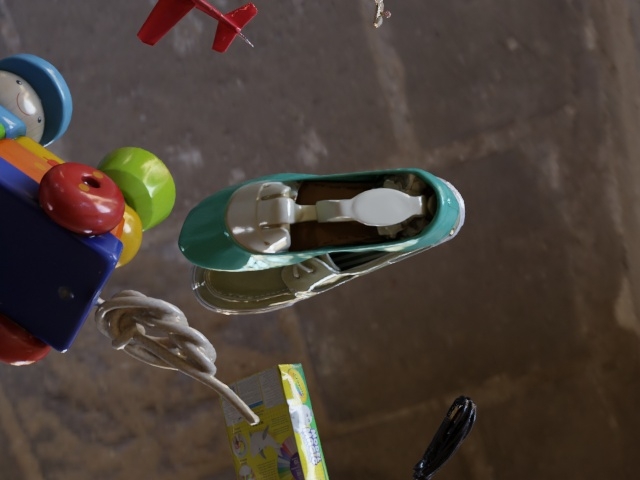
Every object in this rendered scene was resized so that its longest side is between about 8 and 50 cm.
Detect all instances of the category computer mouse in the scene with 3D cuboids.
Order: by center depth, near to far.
[{"bbox_3d":[0.055,0.230,1.337,0.041,0.071,0.242,30,85,-6],"label":"computer mouse"}]

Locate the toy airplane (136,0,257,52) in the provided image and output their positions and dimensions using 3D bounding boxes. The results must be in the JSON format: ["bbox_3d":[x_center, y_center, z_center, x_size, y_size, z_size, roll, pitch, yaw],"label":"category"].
[{"bbox_3d":[-0.137,-0.266,1.847,0.151,0.151,0.028,-14,170,-2],"label":"toy airplane"}]

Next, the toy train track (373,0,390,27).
[{"bbox_3d":[0.067,-0.253,1.634,0.014,0.083,0.048,8,168,12],"label":"toy train track"}]

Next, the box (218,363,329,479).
[{"bbox_3d":[-0.047,0.232,1.770,0.043,0.179,0.105,2,161,-46],"label":"box"}]

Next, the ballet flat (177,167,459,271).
[{"bbox_3d":[-0.004,-0.025,1.401,0.247,0.083,0.087,-6,169,1],"label":"ballet flat"}]

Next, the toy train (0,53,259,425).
[{"bbox_3d":[-0.113,-0.003,0.831,0.248,0.143,0.105,34,117,4],"label":"toy train"}]

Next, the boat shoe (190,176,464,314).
[{"bbox_3d":[0.000,0.000,1.692,0.302,0.094,0.109,-20,91,10],"label":"boat shoe"}]
